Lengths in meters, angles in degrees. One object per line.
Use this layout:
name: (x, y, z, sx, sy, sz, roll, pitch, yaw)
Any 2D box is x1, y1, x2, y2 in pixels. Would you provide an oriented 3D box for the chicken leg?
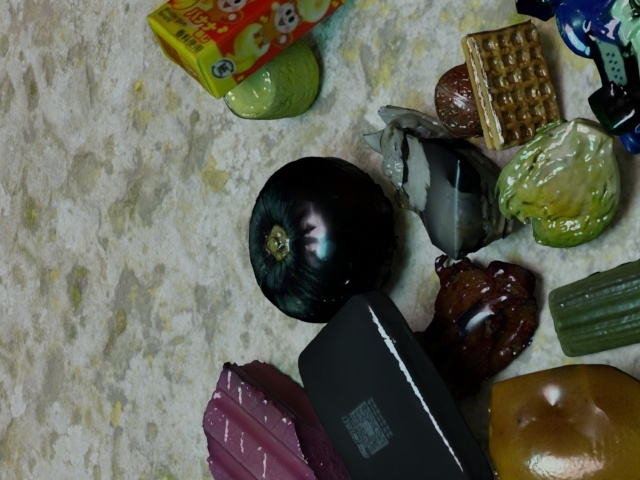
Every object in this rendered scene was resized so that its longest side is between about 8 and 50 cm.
chicken leg: (0.156, 0.122, 1.626, 0.322, 0.083, 0.177, -49, 49, 33)

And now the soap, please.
soap: (-0.054, 0.319, 1.809, 0.289, 0.112, 0.182, 35, 115, 40)

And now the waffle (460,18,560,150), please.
waffle: (0.233, -0.187, 1.504, 0.042, 0.102, 0.148, -11, 95, 62)

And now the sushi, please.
sushi: (0.159, -0.089, 1.609, 0.273, 0.109, 0.134, -136, 44, -56)

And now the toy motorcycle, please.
toy motorcycle: (0.332, -0.256, 1.412, 0.196, 0.125, 0.331, -39, 60, 41)

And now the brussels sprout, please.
brussels sprout: (0.290, -0.069, 1.462, 0.139, 0.100, 0.181, 37, 122, 11)

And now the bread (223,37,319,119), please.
bread: (-0.069, -0.234, 1.821, 0.111, 0.114, 0.129, 34, 127, 32)

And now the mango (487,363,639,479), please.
mango: (0.308, 0.240, 1.420, 0.236, 0.136, 0.166, -18, 57, 29)

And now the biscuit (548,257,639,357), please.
biscuit: (0.389, 0.059, 1.409, 0.322, 0.038, 0.099, -22, 78, 43)

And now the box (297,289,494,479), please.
box: (0.089, 0.228, 1.602, 0.290, 0.073, 0.289, 60, 153, 13)

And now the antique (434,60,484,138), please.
antique: (0.191, -0.177, 1.563, 0.104, 0.104, 0.104, 0, 91, 46)

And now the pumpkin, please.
pumpkin: (0.000, 0.000, 1.717, 0.233, 0.163, 0.233, 1, 91, 48)

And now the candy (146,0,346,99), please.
candy: (-0.092, -0.337, 1.753, 0.276, 0.088, 0.146, -37, 51, -10)
